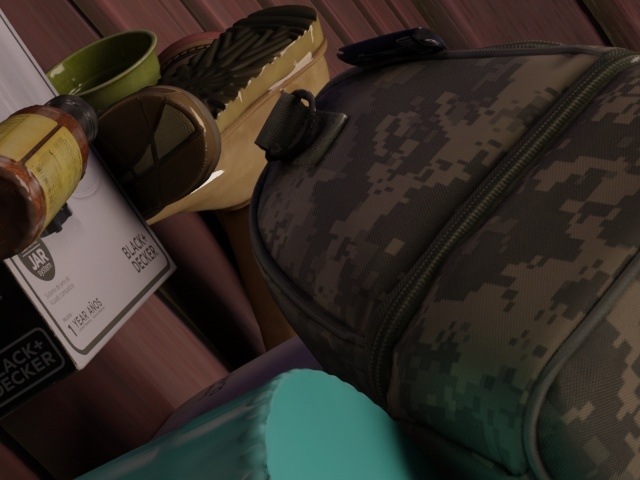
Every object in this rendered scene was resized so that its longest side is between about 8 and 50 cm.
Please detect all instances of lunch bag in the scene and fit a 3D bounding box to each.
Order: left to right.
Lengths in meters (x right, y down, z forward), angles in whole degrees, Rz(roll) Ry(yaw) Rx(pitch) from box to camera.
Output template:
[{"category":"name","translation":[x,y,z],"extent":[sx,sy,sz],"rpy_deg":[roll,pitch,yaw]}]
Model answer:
[{"category":"lunch bag","translation":[0.123,0.055,0.747],"extent":[0.256,0.212,0.305],"rpy_deg":[18,-25,52]}]

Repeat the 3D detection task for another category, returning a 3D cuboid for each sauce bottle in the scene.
[{"category":"sauce bottle","translation":[-0.113,-0.029,0.629],"extent":[0.042,0.042,0.128],"rpy_deg":[55,16,-11]}]

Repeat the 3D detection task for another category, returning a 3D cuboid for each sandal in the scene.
[{"category":"sandal","translation":[-0.104,-0.041,0.808],"extent":[0.049,0.180,0.072],"rpy_deg":[-39,106,-41]}]

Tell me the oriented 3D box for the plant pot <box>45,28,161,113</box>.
[{"category":"plant pot","translation":[-0.123,-0.077,0.998],"extent":[0.083,0.083,0.079],"rpy_deg":[-95,162,-60]}]

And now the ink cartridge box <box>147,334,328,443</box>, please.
[{"category":"ink cartridge box","translation":[0.035,0.210,0.805],"extent":[0.306,0.131,0.226],"rpy_deg":[58,14,-6]}]

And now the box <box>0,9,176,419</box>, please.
[{"category":"box","translation":[-0.194,-0.065,0.695],"extent":[0.290,0.087,0.169],"rpy_deg":[57,14,-8]}]

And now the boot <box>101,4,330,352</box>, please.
[{"category":"boot","translation":[-0.035,0.021,0.991],"extent":[0.236,0.089,0.269],"rpy_deg":[-39,124,-34]}]

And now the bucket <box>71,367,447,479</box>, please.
[{"category":"bucket","translation":[-0.021,0.191,0.543],"extent":[0.281,0.183,0.281],"rpy_deg":[53,15,-21]}]

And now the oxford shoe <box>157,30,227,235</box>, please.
[{"category":"oxford shoe","translation":[0.000,0.000,1.150],"extent":[0.348,0.123,0.130],"rpy_deg":[49,22,-28]}]
